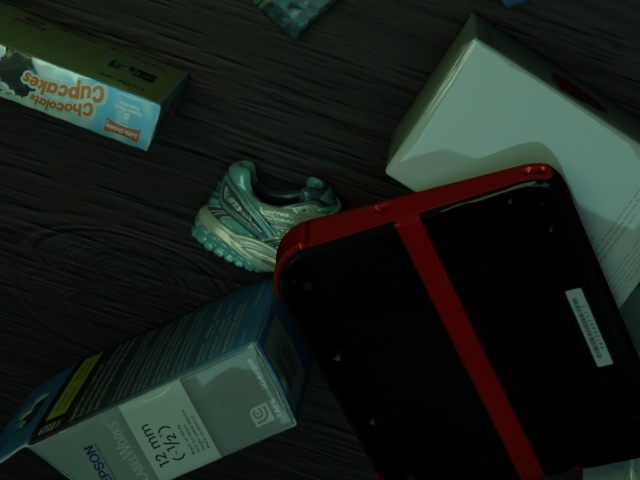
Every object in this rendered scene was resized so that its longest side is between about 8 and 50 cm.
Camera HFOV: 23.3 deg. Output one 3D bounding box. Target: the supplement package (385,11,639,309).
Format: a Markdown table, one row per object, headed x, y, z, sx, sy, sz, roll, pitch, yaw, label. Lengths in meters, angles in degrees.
| x | y | z | sx | sy | sz | roll | pitch | yaw | label |
| --- | --- | --- | --- | --- | --- | --- | --- | --- | --- |
| 0.239 | -0.087 | 1.678 | 0.293 | 0.177 | 0.175 | 32 | 108 | -6 | supplement package |

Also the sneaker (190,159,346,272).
| x | y | z | sx | sy | sz | roll | pitch | yaw | label |
| --- | --- | --- | --- | --- | --- | --- | --- | --- | --- |
| 0.000 | 0.000 | 1.763 | 0.283 | 0.110 | 0.122 | 23 | 104 | -2 | sneaker |

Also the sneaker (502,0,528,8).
| x | y | z | sx | sy | sz | roll | pitch | yaw | label |
| --- | --- | --- | --- | --- | --- | --- | --- | --- | --- |
| 0.209 | -0.365 | 1.647 | 0.090 | 0.081 | 0.232 | -10 | 104 | 15 | sneaker |

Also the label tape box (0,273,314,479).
| x | y | z | sx | sy | sz | roll | pitch | yaw | label |
| --- | --- | --- | --- | --- | --- | --- | --- | --- | --- |
| -0.187 | 0.184 | 1.758 | 0.347 | 0.249 | 0.115 | -26 | 103 | 12 | label tape box |

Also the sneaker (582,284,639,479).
| x | y | z | sx | sy | sz | roll | pitch | yaw | label |
| --- | --- | --- | --- | --- | --- | --- | --- | --- | --- |
| 0.387 | 0.205 | 1.804 | 0.147 | 0.104 | 0.296 | 12 | 81 | -39 | sneaker |

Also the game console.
| x | y | z | sx | sy | sz | roll | pitch | yaw | label |
| --- | --- | --- | --- | --- | --- | --- | --- | --- | --- |
| 0.159 | 0.112 | 1.681 | 0.342 | 0.060 | 0.386 | -17 | 119 | 21 | game console |

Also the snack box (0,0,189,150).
| x | y | z | sx | sy | sz | roll | pitch | yaw | label |
| --- | --- | --- | --- | --- | --- | --- | --- | --- | --- |
| -0.313 | -0.197 | 1.687 | 0.322 | 0.187 | 0.060 | 21 | 108 | -1 | snack box |

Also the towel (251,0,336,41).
| x | y | z | sx | sy | sz | roll | pitch | yaw | label |
| --- | --- | --- | --- | --- | --- | --- | --- | --- | --- |
| -0.064 | -0.436 | 1.674 | 0.271 | 0.040 | 0.370 | -42 | 100 | 15 | towel |
